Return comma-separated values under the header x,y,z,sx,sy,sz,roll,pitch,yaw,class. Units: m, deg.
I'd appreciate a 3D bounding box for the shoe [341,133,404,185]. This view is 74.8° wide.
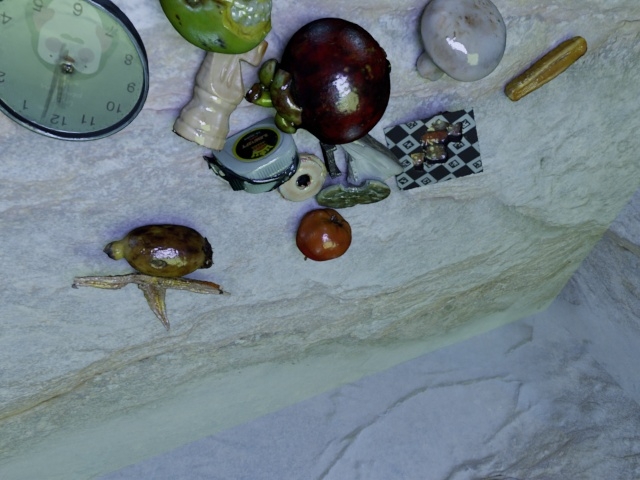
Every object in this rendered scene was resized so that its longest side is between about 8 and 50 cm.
x,y,z,sx,sy,sz,roll,pitch,yaw,class
0.123,-0.249,1.320,0.316,0.124,0.159,18,128,-42,shoe

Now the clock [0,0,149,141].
x,y,z,sx,sy,sz,roll,pitch,yaw,class
-0.516,-0.351,0.853,0.318,0.066,0.319,-18,139,-16,clock

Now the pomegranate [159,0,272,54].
x,y,z,sx,sy,sz,roll,pitch,yaw,class
-0.169,-0.499,0.812,0.302,0.235,0.236,-50,156,-41,pomegranate

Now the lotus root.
x,y,z,sx,sy,sz,roll,pitch,yaw,class
-0.448,0.026,1.204,0.313,0.169,0.142,3,114,-31,lotus root

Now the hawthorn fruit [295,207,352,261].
x,y,z,sx,sy,sz,roll,pitch,yaw,class
0.000,0.000,1.449,0.196,0.197,0.225,6,140,-36,hawthorn fruit

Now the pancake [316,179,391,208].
x,y,z,sx,sy,sz,roll,pitch,yaw,class
0.106,-0.150,1.374,0.253,0.037,0.253,-6,171,-1,pancake

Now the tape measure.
x,y,z,sx,sy,sz,roll,pitch,yaw,class
-0.174,-0.203,1.113,0.235,0.207,0.115,-29,143,-5,tape measure

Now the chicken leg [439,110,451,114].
x,y,z,sx,sy,sz,roll,pitch,yaw,class
0.436,-0.363,1.444,0.089,0.048,0.219,-32,141,7,chicken leg

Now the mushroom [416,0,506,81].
x,y,z,sx,sy,sz,roll,pitch,yaw,class
0.360,-0.530,1.129,0.243,0.244,0.244,-17,138,-16,mushroom

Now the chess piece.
x,y,z,sx,sy,sz,roll,pitch,yaw,class
-0.234,-0.371,0.984,0.137,0.137,0.301,13,113,-40,chess piece

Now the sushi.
x,y,z,sx,sy,sz,roll,pitch,yaw,class
0.380,-0.311,1.411,0.293,0.059,0.292,-10,139,19,sushi

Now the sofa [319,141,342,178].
x,y,z,sx,sy,sz,roll,pitch,yaw,class
0.033,-0.253,1.297,0.039,0.060,0.118,-23,140,-4,sofa

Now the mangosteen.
x,y,z,sx,sy,sz,roll,pitch,yaw,class
0.016,-0.369,0.996,0.311,0.311,0.311,-17,138,-16,mangosteen

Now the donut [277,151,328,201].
x,y,z,sx,sy,sz,roll,pitch,yaw,class
-0.062,-0.197,1.292,0.174,0.068,0.175,-17,136,-17,donut

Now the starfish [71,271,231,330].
x,y,z,sx,sy,sz,roll,pitch,yaw,class
-0.483,0.165,1.299,0.383,0.132,0.398,3,153,-6,starfish

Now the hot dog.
x,y,z,sx,sy,sz,roll,pitch,yaw,class
0.752,-0.575,1.409,0.288,0.068,0.083,-34,117,10,hot dog
